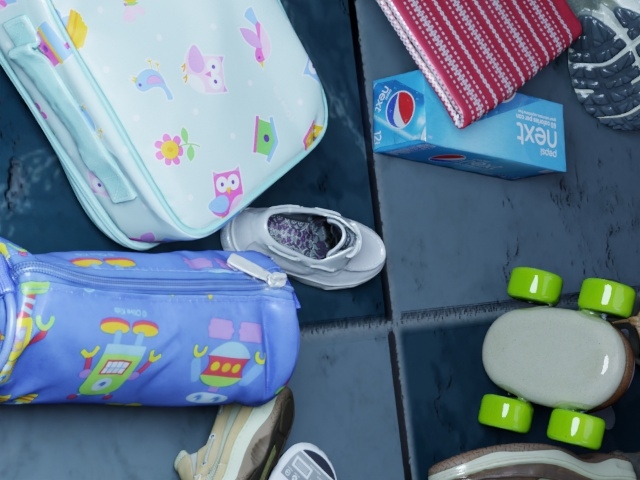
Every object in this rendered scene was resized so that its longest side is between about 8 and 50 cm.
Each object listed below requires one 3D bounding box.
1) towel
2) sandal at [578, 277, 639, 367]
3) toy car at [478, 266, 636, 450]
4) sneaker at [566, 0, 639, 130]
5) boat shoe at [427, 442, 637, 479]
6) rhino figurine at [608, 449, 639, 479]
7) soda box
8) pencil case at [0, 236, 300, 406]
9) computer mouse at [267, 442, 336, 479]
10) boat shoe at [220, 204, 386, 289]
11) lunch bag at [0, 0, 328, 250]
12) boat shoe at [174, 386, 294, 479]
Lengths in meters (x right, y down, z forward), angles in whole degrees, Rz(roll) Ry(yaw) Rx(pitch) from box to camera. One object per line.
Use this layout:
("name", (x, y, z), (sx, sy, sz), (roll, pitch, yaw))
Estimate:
("towel", (0.141, -0.233, 1.647), (0.199, 0.031, 0.275), (56, 40, -4))
("sandal", (0.345, 0.101, 1.828), (0.219, 0.060, 0.090), (32, 61, -38))
("toy car", (0.258, 0.125, 1.691), (0.188, 0.149, 0.155), (23, 79, -54))
("sneaker", (0.305, -0.251, 1.819), (0.283, 0.110, 0.122), (66, 29, -23))
("boat shoe", (0.212, 0.247, 1.622), (0.257, 0.095, 0.095), (7, 62, -37))
("rhino figurine", (0.311, 0.317, 1.723), (0.073, 0.106, 0.243), (44, 55, -31))
("soda box", (0.144, -0.108, 1.655), (0.210, 0.067, 0.071), (9, 77, -45))
("pencil case", (-0.144, 0.059, 1.284), (0.306, 0.133, 0.119), (5, 45, -44))
("computer mouse", (-0.051, 0.250, 1.416), (0.106, 0.042, 0.193), (48, 58, -23))
("boat shoe", (0.000, 0.000, 1.492), (0.184, 0.063, 0.066), (18, 70, -42))
("lunch bag", (-0.135, -0.145, 1.349), (0.224, 0.108, 0.279), (-43, 112, -36))
("boat shoe", (-0.083, 0.188, 1.374), (0.190, 0.072, 0.068), (-63, 156, -45))
